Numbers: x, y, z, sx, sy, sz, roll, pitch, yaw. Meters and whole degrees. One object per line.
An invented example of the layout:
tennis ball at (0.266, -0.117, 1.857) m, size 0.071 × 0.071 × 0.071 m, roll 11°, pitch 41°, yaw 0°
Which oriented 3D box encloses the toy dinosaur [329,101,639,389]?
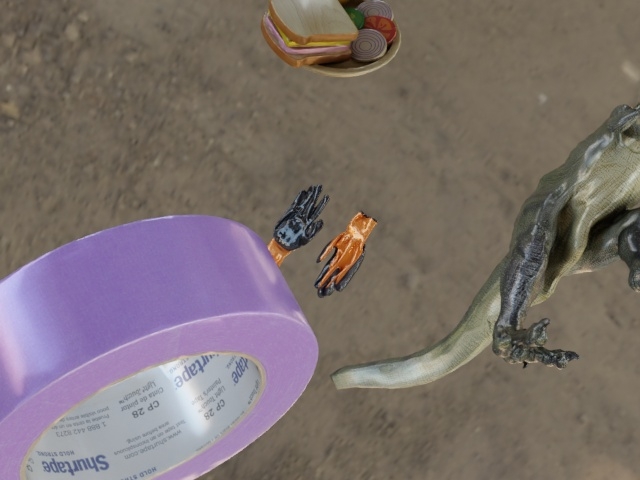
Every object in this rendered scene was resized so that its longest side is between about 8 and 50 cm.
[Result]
toy dinosaur at (0.112, 0.004, 0.663) m, size 0.064 × 0.268 × 0.118 m, roll 38°, pitch 13°, yaw -23°

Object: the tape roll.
tape roll at (-0.142, 0.100, 1.065) m, size 0.274 × 0.275 × 0.090 m, roll -12°, pitch 58°, yaw -32°

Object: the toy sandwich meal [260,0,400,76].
toy sandwich meal at (0.007, -0.127, 0.849) m, size 0.085 × 0.029 × 0.086 m, roll 5°, pitch 47°, yaw -5°

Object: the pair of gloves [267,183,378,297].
pair of gloves at (0.000, 0.000, 1.141) m, size 0.083 × 0.074 × 0.010 m, roll 33°, pitch 2°, yaw 31°
